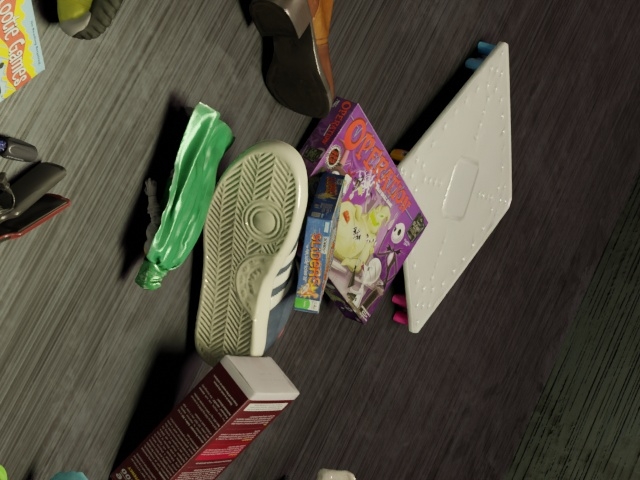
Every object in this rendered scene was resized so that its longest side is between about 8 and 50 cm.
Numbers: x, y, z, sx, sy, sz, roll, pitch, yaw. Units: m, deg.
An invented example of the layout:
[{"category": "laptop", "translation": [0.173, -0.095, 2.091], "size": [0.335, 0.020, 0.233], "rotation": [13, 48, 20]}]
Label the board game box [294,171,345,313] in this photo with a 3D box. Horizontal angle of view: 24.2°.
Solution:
[{"category": "board game box", "translation": [0.000, 0.000, 2.061], "size": [0.201, 0.035, 0.136], "rotation": [-73, 172, -69]}]

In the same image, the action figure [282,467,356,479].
[{"category": "action figure", "translation": [-0.110, 0.519, 2.332], "size": [0.330, 0.178, 0.341], "rotation": [-27, 157, -47]}]

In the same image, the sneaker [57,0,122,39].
[{"category": "sneaker", "translation": [-0.225, -0.377, 1.495], "size": [0.145, 0.147, 0.384], "rotation": [-79, -172, -52]}]

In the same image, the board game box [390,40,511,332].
[{"category": "board game box", "translation": [0.227, -0.097, 2.627], "size": [0.390, 0.050, 0.390], "rotation": [-51, 147, -36]}]

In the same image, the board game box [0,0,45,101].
[{"category": "board game box", "translation": [-0.390, -0.156, 1.290], "size": [0.275, 0.142, 0.144], "rotation": [-47, 145, -40]}]

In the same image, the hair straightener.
[{"category": "hair straightener", "translation": [-0.353, -0.033, 1.568], "size": [0.230, 0.047, 0.089], "rotation": [-35, 136, -44]}]

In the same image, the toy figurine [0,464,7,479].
[{"category": "toy figurine", "translation": [-0.353, 0.335, 1.669], "size": [0.173, 0.159, 0.130], "rotation": [-36, 137, -51]}]

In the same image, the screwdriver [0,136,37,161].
[{"category": "screwdriver", "translation": [-0.349, -0.102, 1.539], "size": [0.170, 0.025, 0.024], "rotation": [13, 96, -65]}]

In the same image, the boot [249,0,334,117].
[{"category": "boot", "translation": [0.004, -0.339, 2.035], "size": [0.280, 0.096, 0.264], "rotation": [-64, 147, -30]}]

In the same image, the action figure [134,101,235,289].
[{"category": "action figure", "translation": [-0.178, -0.047, 1.862], "size": [0.232, 0.063, 0.137], "rotation": [-70, 156, -10]}]

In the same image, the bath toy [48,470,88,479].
[{"category": "bath toy", "translation": [-0.270, 0.402, 1.919], "size": [0.348, 0.151, 0.129], "rotation": [60, 26, -61]}]

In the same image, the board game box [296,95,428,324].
[{"category": "board game box", "translation": [0.047, -0.038, 2.269], "size": [0.208, 0.056, 0.347], "rotation": [-61, 146, -17]}]

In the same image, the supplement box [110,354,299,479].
[{"category": "supplement box", "translation": [-0.153, 0.258, 1.988], "size": [0.239, 0.073, 0.130], "rotation": [-47, 158, 14]}]

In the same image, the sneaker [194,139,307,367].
[{"category": "sneaker", "translation": [-0.080, 0.007, 2.020], "size": [0.148, 0.131, 0.350], "rotation": [-42, 154, -57]}]
